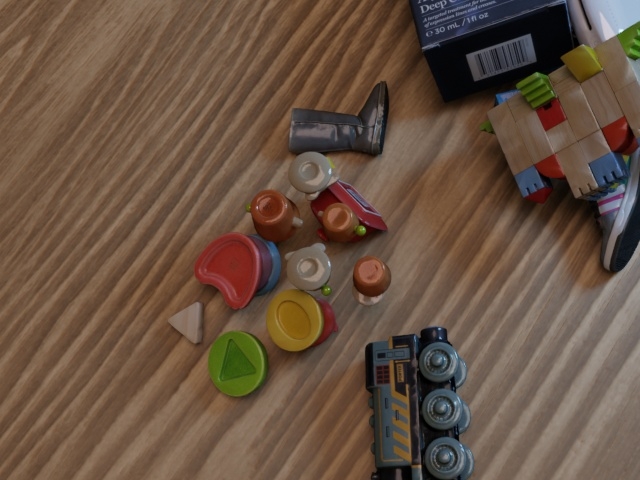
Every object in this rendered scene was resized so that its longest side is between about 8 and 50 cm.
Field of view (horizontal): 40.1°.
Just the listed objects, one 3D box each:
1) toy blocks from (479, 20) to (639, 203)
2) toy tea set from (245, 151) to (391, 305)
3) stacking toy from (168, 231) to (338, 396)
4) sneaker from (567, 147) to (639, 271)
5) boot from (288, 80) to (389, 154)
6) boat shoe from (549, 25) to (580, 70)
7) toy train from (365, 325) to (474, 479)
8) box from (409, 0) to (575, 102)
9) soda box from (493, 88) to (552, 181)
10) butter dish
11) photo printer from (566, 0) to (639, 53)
[{"bbox_3d":[0.503,-0.197,1.670,0.381,0.191,0.260,-29,72,35],"label":"toy blocks"},{"bbox_3d":[0.000,0.000,1.720,0.200,0.124,0.336,-31,71,-1],"label":"toy tea set"},{"bbox_3d":[-0.134,0.153,1.800,0.309,0.130,0.279,46,107,22],"label":"stacking toy"},{"bbox_3d":[0.563,-0.096,1.779,0.178,0.124,0.295,16,97,40],"label":"sneaker"},{"bbox_3d":[0.041,-0.273,1.936,0.209,0.076,0.189,5,68,16],"label":"boot"},{"bbox_3d":[0.514,-0.427,1.912,0.258,0.109,0.089,0,72,4],"label":"boat shoe"},{"bbox_3d":[0.183,0.329,1.663,0.190,0.142,0.333,-7,71,17],"label":"toy train"},{"bbox_3d":[0.341,-0.544,1.869,0.294,0.212,0.395,-17,61,14],"label":"box"},{"bbox_3d":[0.430,-0.214,1.861,0.067,0.071,0.210,-13,69,2],"label":"soda box"},{"bbox_3d":[0.039,-0.048,1.820,0.160,0.160,0.118,46,104,20],"label":"butter dish"},{"bbox_3d":[0.635,-0.452,1.821,0.308,0.107,0.256,7,63,-36],"label":"photo printer"}]
